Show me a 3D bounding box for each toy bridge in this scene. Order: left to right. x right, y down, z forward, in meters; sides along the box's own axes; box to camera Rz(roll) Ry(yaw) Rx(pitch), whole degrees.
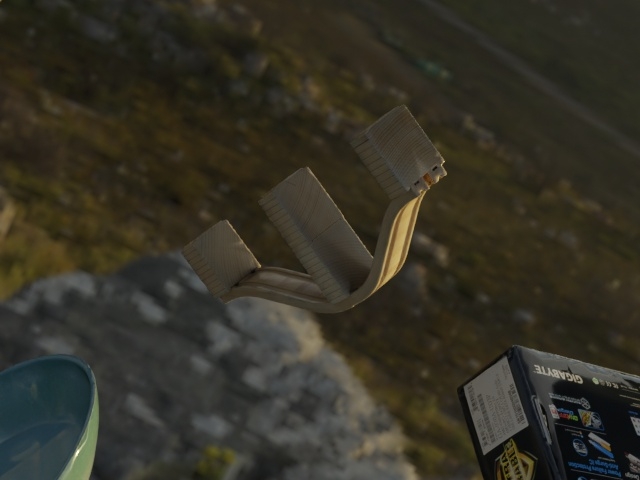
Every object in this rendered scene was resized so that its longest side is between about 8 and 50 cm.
[{"bbox_3d":[0.000,0.000,0.800,0.026,0.188,0.063,-39,95,-33],"label":"toy bridge"}]

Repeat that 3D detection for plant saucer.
[{"bbox_3d":[-0.114,0.087,0.583,0.021,0.119,0.119,51,13,-24],"label":"plant saucer"}]

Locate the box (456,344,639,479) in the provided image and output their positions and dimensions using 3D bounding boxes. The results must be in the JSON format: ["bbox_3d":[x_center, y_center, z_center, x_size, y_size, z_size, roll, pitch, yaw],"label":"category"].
[{"bbox_3d":[0.188,0.159,0.997,0.220,0.051,0.175,16,46,-39],"label":"box"}]
